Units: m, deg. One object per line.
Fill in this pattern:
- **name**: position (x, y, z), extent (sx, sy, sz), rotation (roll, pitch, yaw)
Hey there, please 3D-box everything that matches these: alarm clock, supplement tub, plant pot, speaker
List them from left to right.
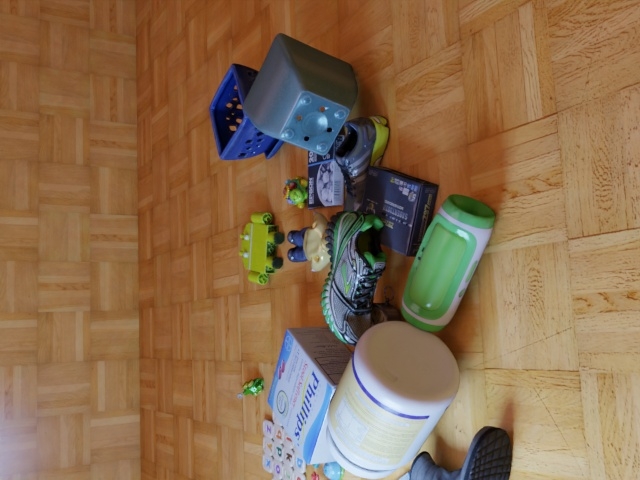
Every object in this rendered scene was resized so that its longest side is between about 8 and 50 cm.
- **plant pot**: position (-0.218, -0.410, 2.300), extent (0.236, 0.212, 0.236), rotation (-47, 50, 46)
- **plant pot**: position (-0.042, -0.370, 1.900), extent (0.248, 0.247, 0.252), rotation (-60, 27, 25)
- **alarm clock**: position (0.162, 0.207, 1.786), extent (0.129, 0.064, 0.192), rotation (35, 120, 54)
- **supplement tub**: position (0.153, 0.372, 1.604), extent (0.241, 0.240, 0.331), rotation (63, 146, 39)
- **speaker**: position (0.278, 0.052, 1.547), extent (0.131, 0.131, 0.297), rotation (50, 129, 47)

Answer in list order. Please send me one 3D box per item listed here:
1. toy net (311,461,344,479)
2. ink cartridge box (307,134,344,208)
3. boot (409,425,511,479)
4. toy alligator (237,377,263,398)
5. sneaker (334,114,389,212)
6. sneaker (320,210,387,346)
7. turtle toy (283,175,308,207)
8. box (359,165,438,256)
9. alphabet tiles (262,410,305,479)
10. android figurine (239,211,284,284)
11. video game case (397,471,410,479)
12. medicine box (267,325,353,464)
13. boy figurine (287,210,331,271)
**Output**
- **toy net**: position (-0.009, 0.641, 2.065), extent (0.232, 0.045, 0.122), rotation (45, 128, 52)
- **ink cartridge box**: position (0.001, -0.200, 2.092), extent (0.208, 0.045, 0.207), rotation (-5, 84, 60)
- **boot**: position (0.281, 0.521, 1.527), extent (0.222, 0.118, 0.339), rotation (32, 113, 57)
- **toy alligator**: position (-0.241, 0.513, 2.446), extent (0.189, 0.056, 0.051), rotation (-36, 16, 54)
- **sneaker**: position (0.089, -0.192, 1.871), extent (0.111, 0.121, 0.300), rotation (25, 110, 57)
- **sneaker**: position (0.090, 0.093, 1.739), extent (0.146, 0.134, 0.344), rotation (-4, 86, 49)
- **turtle toy**: position (-0.079, -0.150, 2.184), extent (0.130, 0.066, 0.095), rotation (-145, 59, -63)
- **box**: position (0.189, -0.077, 1.762), extent (0.232, 0.059, 0.184), rotation (31, 115, 55)
- **alphabet tiles**: position (-0.117, 0.688, 2.256), extent (0.278, 0.021, 0.284), rotation (-2, 86, 59)
- **android figurine**: position (-0.211, 0.024, 2.418), extent (0.272, 0.056, 0.249), rotation (11, 98, 57)
- **video game case**: position (0.203, 0.665, 1.740), extent (0.166, 0.015, 0.119), rotation (-55, 45, 42)
- **medicine box**: position (-0.005, 0.428, 1.966), extent (0.289, 0.149, 0.264), rotation (44, 125, 51)
- **boy figurine**: position (0.000, 0.000, 2.038), extent (0.285, 0.092, 0.178), rotation (-11, 79, 57)
